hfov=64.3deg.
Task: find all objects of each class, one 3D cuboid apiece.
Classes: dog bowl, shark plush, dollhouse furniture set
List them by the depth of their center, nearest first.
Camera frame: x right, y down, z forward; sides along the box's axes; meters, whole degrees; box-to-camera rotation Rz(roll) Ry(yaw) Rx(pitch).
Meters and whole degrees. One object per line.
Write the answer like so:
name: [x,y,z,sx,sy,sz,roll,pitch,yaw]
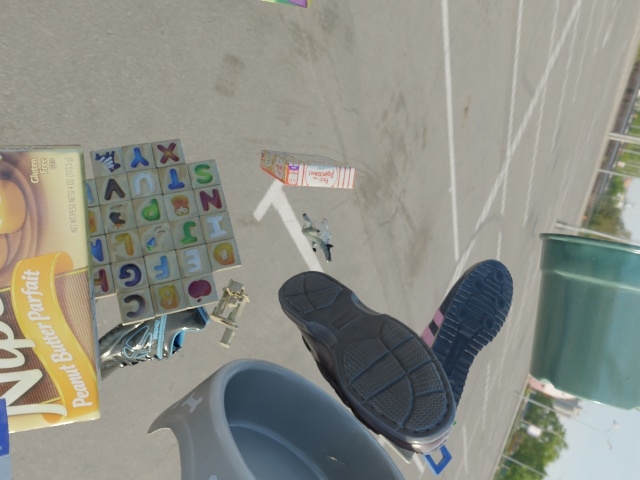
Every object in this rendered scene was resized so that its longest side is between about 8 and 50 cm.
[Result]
dog bowl: [-0.023,0.274,0.572,0.102,0.349,0.349,-52,155,8]
shark plush: [0.000,0.000,1.272,0.073,0.161,0.067,6,125,-44]
dollhouse furniture set: [-0.324,0.234,1.682,0.161,0.101,0.182,87,22,-62]

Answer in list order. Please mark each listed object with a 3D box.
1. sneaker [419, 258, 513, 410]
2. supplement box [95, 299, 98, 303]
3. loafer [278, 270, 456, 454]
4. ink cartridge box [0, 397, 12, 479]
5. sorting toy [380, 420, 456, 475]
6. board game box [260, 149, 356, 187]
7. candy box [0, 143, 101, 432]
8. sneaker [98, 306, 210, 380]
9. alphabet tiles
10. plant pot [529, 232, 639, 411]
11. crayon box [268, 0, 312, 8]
sneaker: [0.201,0.165,0.851,0.319,0.112,0.131,-53,-168,-17]
supplement box: [-0.575,0.101,1.179,0.239,0.130,0.073,-93,-158,-64]
loafer: [0.050,0.142,0.611,0.109,0.302,0.095,-27,127,-19]
ink cartridge box: [-0.312,0.282,0.359,0.186,0.065,0.311,31,50,-71]
sorting toy: [0.173,0.369,1.160,0.196,0.348,0.047,-48,-173,-37]
board game box: [-0.032,-0.152,1.070,0.146,0.193,0.045,1,106,-21]
candy box: [-0.353,0.054,0.567,0.183,0.087,0.316,-3,104,-21]
sneaker: [-0.389,0.224,1.112,0.341,0.139,0.125,-40,-173,19]
alphabet tiles: [-0.313,-0.028,0.953,0.285,0.342,0.011,-12,165,-18]
plant pot: [0.639,0.181,1.150,0.341,0.341,0.334,12,90,-63]
crayon box: [-0.157,-0.708,1.194,0.106,0.363,0.313,90,17,-58]
